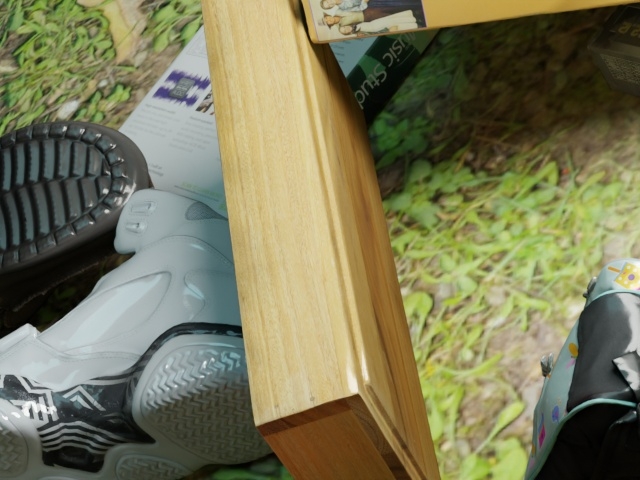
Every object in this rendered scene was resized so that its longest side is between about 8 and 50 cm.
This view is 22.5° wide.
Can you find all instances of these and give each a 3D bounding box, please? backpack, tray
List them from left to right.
[{"bbox_3d":[0.000,0.000,1.139,0.076,0.203,0.411,-18,50,11],"label":"tray"},{"bbox_3d":[0.205,0.108,0.930,0.165,0.188,0.144,13,51,0],"label":"backpack"}]

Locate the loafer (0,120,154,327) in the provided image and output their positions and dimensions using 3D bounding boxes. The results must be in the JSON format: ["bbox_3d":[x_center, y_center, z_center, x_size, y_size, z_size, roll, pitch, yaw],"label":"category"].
[{"bbox_3d":[-0.285,0.003,1.443,0.365,0.130,0.134,-20,61,27],"label":"loafer"}]

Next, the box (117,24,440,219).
[{"bbox_3d":[-0.042,-0.144,1.464,0.232,0.058,0.322,20,68,46],"label":"box"}]

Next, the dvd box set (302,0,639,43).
[{"bbox_3d":[0.214,-0.258,1.210,0.420,0.062,0.308,-6,29,15],"label":"dvd box set"}]

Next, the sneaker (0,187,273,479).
[{"bbox_3d":[-0.171,0.088,1.287,0.365,0.137,0.210,-14,45,20],"label":"sneaker"}]

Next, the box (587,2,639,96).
[{"bbox_3d":[0.342,-0.171,1.190,0.231,0.056,0.183,23,69,48],"label":"box"}]
